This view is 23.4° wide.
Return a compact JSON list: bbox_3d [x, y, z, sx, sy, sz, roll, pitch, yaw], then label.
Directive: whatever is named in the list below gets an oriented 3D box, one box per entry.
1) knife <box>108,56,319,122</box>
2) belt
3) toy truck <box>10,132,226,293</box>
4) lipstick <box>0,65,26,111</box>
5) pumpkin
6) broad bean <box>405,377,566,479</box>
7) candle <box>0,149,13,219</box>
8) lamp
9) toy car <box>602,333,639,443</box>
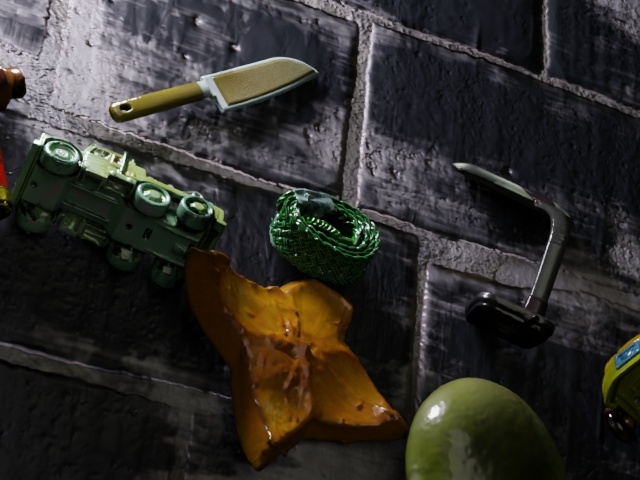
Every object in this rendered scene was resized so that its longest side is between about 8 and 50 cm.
[{"bbox_3d":[-0.140,-0.201,2.136,0.343,0.027,0.061,-21,73,-36],"label":"knife"},{"bbox_3d":[0.000,0.000,2.080,0.151,0.079,0.121,27,35,-9],"label":"belt"},{"bbox_3d":[-0.257,-0.051,1.967,0.260,0.128,0.135,21,33,-15],"label":"toy truck"},{"bbox_3d":[-0.556,-0.156,1.878,0.418,0.077,0.077,-16,74,-32],"label":"lipstick"},{"bbox_3d":[-0.038,0.142,1.977,0.258,0.095,0.290,-7,71,-43],"label":"pumpkin"},{"bbox_3d":[0.216,0.320,2.006,0.238,0.119,0.291,6,65,-27],"label":"broad bean"},{"bbox_3d":[-0.420,-0.090,1.929,0.052,0.052,0.130,-6,69,-29],"label":"candle"},{"bbox_3d":[0.257,0.003,2.185,0.203,0.124,0.283,23,55,-4],"label":"lamp"},{"bbox_3d":[0.511,0.215,2.178,0.248,0.200,0.142,45,23,-16],"label":"toy car"}]
